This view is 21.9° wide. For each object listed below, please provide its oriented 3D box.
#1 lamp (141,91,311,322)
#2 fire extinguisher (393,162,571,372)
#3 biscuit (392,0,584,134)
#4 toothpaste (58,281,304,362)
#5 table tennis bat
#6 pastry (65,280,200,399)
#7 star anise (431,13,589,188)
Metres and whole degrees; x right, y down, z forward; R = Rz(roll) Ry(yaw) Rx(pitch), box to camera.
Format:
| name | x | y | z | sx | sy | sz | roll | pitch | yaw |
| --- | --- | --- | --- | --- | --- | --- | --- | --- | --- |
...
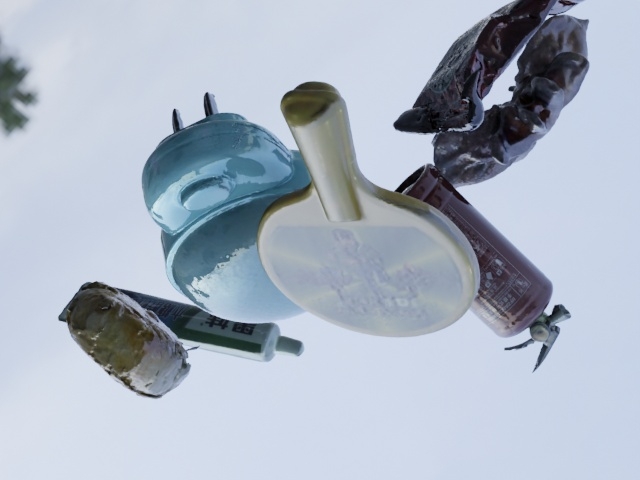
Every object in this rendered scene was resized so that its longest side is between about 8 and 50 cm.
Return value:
| name | x | y | z | sx | sy | sz | roll | pitch | yaw |
| --- | --- | --- | --- | --- | --- | --- | --- | --- | --- |
| lamp | -0.065 | -0.017 | 1.616 | 0.209 | 0.284 | 0.147 | -25 | -143 | 12 |
| fire extinguisher | 0.187 | 0.036 | 1.934 | 0.105 | 0.269 | 0.105 | -46 | -172 | 9 |
| biscuit | 0.181 | -0.197 | 1.712 | 0.235 | 0.063 | 0.151 | -48 | -171 | -15 |
| toothpaste | -0.206 | 0.125 | 2.489 | 0.392 | 0.061 | 0.099 | 11 | -141 | 19 |
| table tennis bat | 0.028 | -0.017 | 1.416 | 0.198 | 0.321 | 0.050 | 3 | -127 | 19 |
| pastry | -0.209 | 0.107 | 1.780 | 0.081 | 0.153 | 0.153 | -57 | -160 | 5 |
| star anise | 0.237 | -0.160 | 2.052 | 0.257 | 0.110 | 0.198 | -48 | -177 | 24 |
